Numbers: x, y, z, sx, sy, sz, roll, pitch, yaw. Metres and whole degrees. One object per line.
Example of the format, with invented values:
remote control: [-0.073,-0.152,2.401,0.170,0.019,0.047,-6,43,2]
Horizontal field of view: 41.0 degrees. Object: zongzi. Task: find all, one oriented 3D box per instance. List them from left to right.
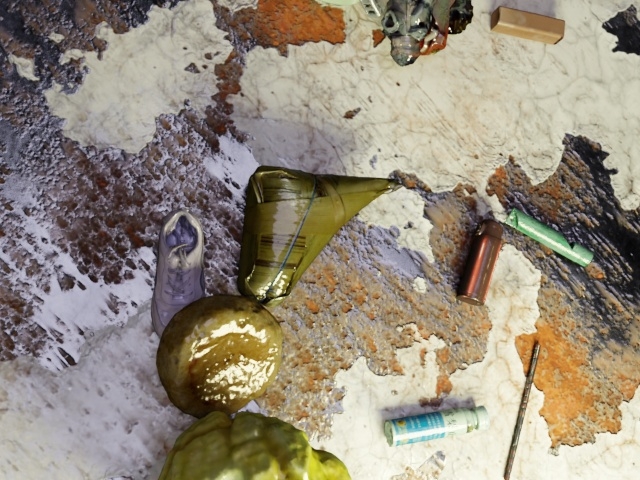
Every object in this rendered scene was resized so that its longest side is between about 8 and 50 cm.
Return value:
zongzi: [0.000,0.000,1.555,0.289,0.123,0.260,6,84,-15]

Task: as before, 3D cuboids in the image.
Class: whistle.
whistle: [0.452,-0.007,1.690,0.186,0.039,0.039,29,76,-5]

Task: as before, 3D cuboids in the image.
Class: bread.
bread: [-0.176,0.191,1.453,0.230,0.123,0.229,-17,122,-30]

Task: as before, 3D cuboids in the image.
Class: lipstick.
lipstick: [0.425,-0.440,1.753,0.146,0.045,0.045,9,80,-10]

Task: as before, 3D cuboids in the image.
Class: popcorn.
popcorn: [-0.091,0.416,1.375,0.293,0.292,0.334,-43,85,10]

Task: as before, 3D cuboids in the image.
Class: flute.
flute: [0.385,0.325,1.630,0.014,0.014,0.269,19,77,-8]

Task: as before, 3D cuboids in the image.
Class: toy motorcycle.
toy motorcycle: [0.135,-0.470,1.605,0.401,0.134,0.207,34,81,-40]

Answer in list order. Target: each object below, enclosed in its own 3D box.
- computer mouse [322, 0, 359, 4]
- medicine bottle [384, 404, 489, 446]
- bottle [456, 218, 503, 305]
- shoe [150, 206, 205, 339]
computer mouse: [0.039,-0.597,1.675,0.160,0.097,0.288,10,79,-8]
medicine bottle: [0.214,0.340,1.573,0.191,0.051,0.051,-6,82,-12]
bottle: [0.307,0.040,1.641,0.060,0.060,0.164,21,76,-8]
shoe: [-0.245,0.056,1.482,0.095,0.137,0.244,3,80,-7]
